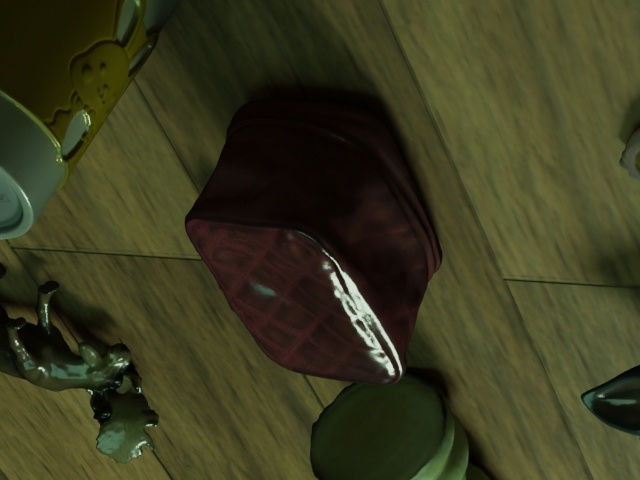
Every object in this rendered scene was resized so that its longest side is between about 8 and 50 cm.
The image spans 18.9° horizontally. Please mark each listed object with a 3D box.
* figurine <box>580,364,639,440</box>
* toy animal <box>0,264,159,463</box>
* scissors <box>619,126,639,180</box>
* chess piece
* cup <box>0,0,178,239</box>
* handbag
[{"bbox_3d":[0.325,0.120,1.409,0.193,0.140,0.265,11,137,-19],"label":"figurine"},{"bbox_3d":[-0.253,0.112,1.828,0.214,0.094,0.186,15,141,28],"label":"toy animal"},{"bbox_3d":[0.280,-0.076,1.268,0.160,0.024,0.317,17,146,16],"label":"scissors"},{"bbox_3d":[0.103,0.232,1.728,0.133,0.133,0.243,-1,145,34],"label":"chess piece"},{"bbox_3d":[-0.226,-0.145,1.326,0.185,0.226,0.241,14,152,17],"label":"cup"},{"bbox_3d":[0.000,0.000,1.461,0.146,0.135,0.225,3,144,29],"label":"handbag"}]
